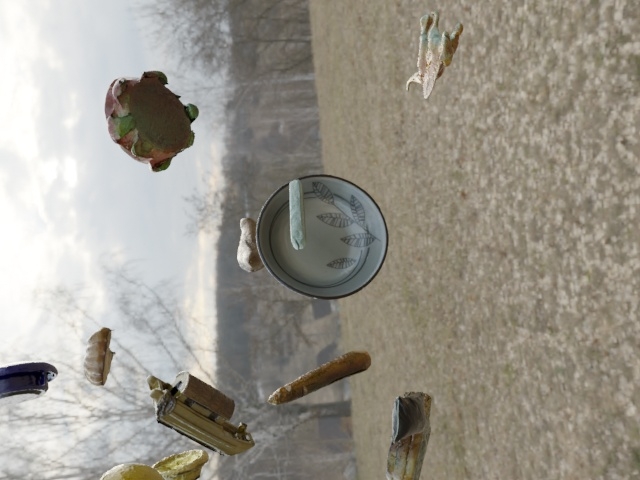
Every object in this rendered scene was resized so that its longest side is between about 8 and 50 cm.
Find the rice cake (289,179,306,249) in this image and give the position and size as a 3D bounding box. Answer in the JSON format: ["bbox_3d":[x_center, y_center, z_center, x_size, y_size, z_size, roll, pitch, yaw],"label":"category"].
[{"bbox_3d":[-0.045,-0.053,1.217,0.033,0.029,0.170,69,-169,-47],"label":"rice cake"}]

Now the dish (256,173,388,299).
[{"bbox_3d":[0.000,0.000,1.514,0.106,0.317,0.316,119,146,-72],"label":"dish"}]

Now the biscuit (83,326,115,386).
[{"bbox_3d":[-0.530,0.283,1.485,0.183,0.061,0.118,113,164,-48],"label":"biscuit"}]

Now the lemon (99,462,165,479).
[{"bbox_3d":[-0.469,0.659,1.561,0.244,0.187,0.186,27,136,29],"label":"lemon"}]

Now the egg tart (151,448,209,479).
[{"bbox_3d":[-0.437,0.713,1.939,0.191,0.191,0.074,-166,62,-85],"label":"egg tart"}]

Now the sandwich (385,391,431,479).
[{"bbox_3d":[0.276,0.641,1.924,0.301,0.099,0.271,78,-155,-53],"label":"sandwich"}]

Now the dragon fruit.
[{"bbox_3d":[-0.454,-0.321,1.653,0.295,0.130,0.268,-13,-91,-56],"label":"dragon fruit"}]

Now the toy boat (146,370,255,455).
[{"bbox_3d":[-0.193,0.288,1.042,0.226,0.088,0.068,41,179,-30],"label":"toy boat"}]

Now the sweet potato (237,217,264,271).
[{"bbox_3d":[-0.211,0.035,1.902,0.341,0.092,0.114,-107,5,-67],"label":"sweet potato"}]

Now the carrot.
[{"bbox_3d":[-0.003,0.371,1.682,0.066,0.314,0.066,44,144,45],"label":"carrot"}]

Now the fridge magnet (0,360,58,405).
[{"bbox_3d":[-0.975,0.453,1.983,0.265,0.266,0.112,98,157,-68],"label":"fridge magnet"}]

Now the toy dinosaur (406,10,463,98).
[{"bbox_3d":[0.177,-0.267,0.970,0.212,0.057,0.142,94,180,-56],"label":"toy dinosaur"}]

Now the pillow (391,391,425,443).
[{"bbox_3d":[0.187,0.368,1.308,0.150,0.048,0.090,18,-119,-60],"label":"pillow"}]
